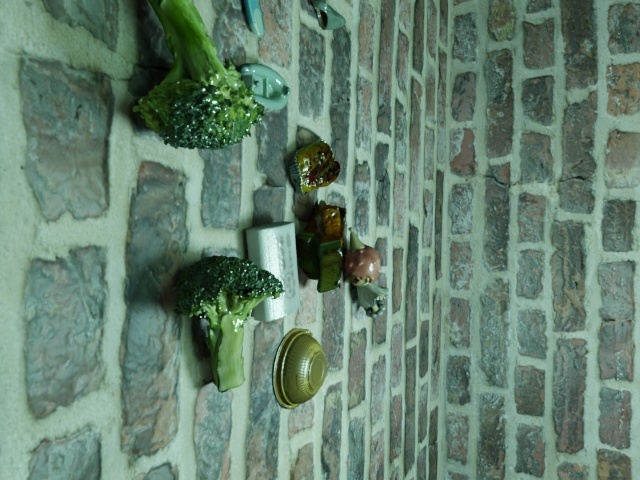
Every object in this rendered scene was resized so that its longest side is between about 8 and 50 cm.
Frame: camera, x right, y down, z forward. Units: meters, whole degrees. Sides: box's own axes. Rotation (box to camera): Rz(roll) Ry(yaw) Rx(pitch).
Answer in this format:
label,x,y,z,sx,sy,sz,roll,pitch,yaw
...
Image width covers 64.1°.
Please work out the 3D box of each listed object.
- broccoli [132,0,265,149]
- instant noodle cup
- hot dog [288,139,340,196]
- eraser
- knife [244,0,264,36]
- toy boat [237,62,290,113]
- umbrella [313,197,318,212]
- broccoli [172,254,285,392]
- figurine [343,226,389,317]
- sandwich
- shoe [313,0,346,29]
label,x,y,z,sx,sy,sz,roll,pitch,yaw
broccoli,-0.284,-0.372,1.091,0.397,0.275,0.353,74,-11,-46
instant noodle cup,-0.046,0.427,1.684,0.274,0.091,0.274,-5,96,-61
hot dog,-0.016,-0.250,1.726,0.270,0.082,0.162,-36,120,-54
eraser,-0.136,0.086,1.512,0.174,0.095,0.270,-17,104,-57
knife,-0.198,-0.690,1.442,0.064,0.031,0.222,-29,112,-53
toy boat,-0.158,-0.439,1.475,0.208,0.079,0.134,-1,89,-59
umbrella,-0.019,-0.094,1.793,0.022,0.013,0.122,32,64,-34
broccoli,-0.217,0.204,1.285,0.252,0.221,0.361,-49,143,-39
figurine,0.167,0.130,2.002,0.207,0.166,0.387,-107,176,-60
sandwich,0.000,0.000,1.695,0.250,0.162,0.301,98,-5,-61
shoe,0.021,-0.784,1.802,0.078,0.079,0.195,-56,163,14
